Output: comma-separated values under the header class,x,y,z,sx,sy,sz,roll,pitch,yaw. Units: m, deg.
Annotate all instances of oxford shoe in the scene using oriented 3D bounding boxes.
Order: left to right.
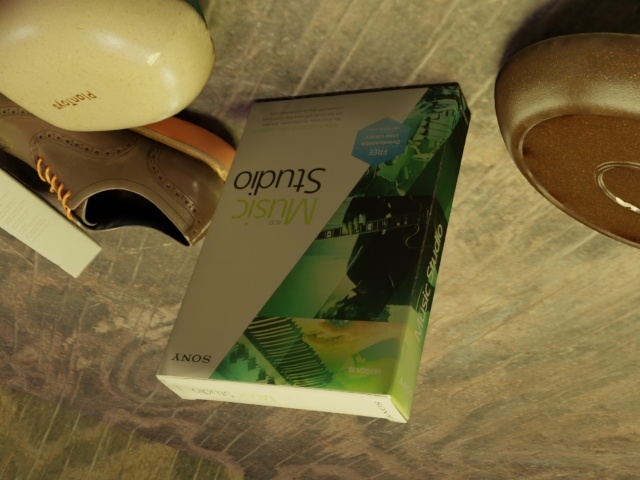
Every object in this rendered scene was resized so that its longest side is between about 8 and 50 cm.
class,x,y,z,sx,sy,sz,roll,pitch,yaw
oxford shoe,-0.279,-0.094,0.956,0.363,0.133,0.130,16,152,12

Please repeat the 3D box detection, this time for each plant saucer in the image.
class,x,y,z,sx,sy,sz,roll,pitch,yaw
plant saucer,0.284,-0.059,0.717,0.310,0.050,0.310,27,165,8

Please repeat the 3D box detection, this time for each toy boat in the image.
class,x,y,z,sx,sy,sz,roll,pitch,yaw
toy boat,-0.239,-0.224,0.742,0.267,0.148,0.318,-2,153,38

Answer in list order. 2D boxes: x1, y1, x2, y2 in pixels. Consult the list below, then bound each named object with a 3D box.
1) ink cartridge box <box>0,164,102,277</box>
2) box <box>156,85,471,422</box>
class,x,y,z,sx,sy,sz,roll,pitch,yaw
ink cartridge box,-0.425,-0.088,1.003,0.175,0.069,0.371,34,168,31
box,0.000,0.000,0.786,0.232,0.322,0.058,-1,149,27
